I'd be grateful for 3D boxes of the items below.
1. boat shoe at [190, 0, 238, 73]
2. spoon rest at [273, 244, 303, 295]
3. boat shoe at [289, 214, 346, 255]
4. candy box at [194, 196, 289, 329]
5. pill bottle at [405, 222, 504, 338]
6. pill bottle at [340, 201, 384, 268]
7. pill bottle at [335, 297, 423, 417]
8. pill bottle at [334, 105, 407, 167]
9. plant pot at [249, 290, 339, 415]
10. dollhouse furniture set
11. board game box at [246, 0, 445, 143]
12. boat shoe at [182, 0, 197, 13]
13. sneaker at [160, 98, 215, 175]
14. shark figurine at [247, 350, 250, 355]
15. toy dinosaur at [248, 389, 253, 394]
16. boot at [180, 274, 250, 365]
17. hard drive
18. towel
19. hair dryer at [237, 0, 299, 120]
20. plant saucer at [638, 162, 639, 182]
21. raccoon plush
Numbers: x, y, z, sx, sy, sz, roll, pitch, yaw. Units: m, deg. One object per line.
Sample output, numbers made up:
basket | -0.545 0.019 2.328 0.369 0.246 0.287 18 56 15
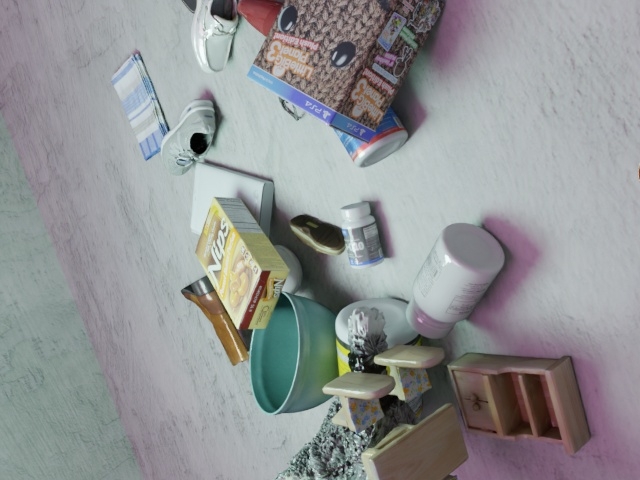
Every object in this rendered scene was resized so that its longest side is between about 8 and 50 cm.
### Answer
boat shoe | -0.243 -0.524 1.794 0.096 0.098 0.277 31 130 39
spoon rest | -0.122 0.121 1.995 0.137 0.084 0.276 53 142 21
boat shoe | 0.000 0.000 1.809 0.190 0.068 0.072 35 146 49
candy box | -0.202 0.051 1.874 0.316 0.087 0.183 52 128 43
pill bottle | 0.254 0.086 1.476 0.131 0.131 0.229 47 139 24
pill bottle | 0.090 -0.012 1.670 0.078 0.078 0.137 1 109 51
pill bottle | 0.135 0.314 1.694 0.188 0.188 0.334 20 123 44
pill bottle | 0.070 -0.269 1.522 0.221 0.124 0.124 59 142 11
plant pot | -0.028 0.276 1.825 0.293 0.196 0.293 -29 57 59
dollhouse furniture set | 0.267 0.365 1.388 0.256 0.394 0.362 -6 103 52
board game box | 0.042 -0.366 1.383 0.232 0.141 0.291 35 102 33
boat shoe | -0.374 -0.675 1.879 0.285 0.092 0.103 60 143 9
sneaker | -0.362 -0.256 2.052 0.281 0.105 0.115 -53 47 49
shark figurine | -0.174 0.268 2.116 0.166 0.116 0.278 0 110 49
toy dinosaur | -0.173 0.465 2.295 0.090 0.047 0.082 8 109 12
boot | -0.304 0.243 2.269 0.280 0.096 0.264 62 151 -1
hard drive | -0.245 -0.086 2.038 0.307 0.040 0.203 20 108 45
towel | -0.547 -0.399 2.286 0.209 0.034 0.285 -18 95 54
hair dryer | -0.104 -0.427 1.689 0.293 0.080 0.223 61 143 8
plant saucer | 0.525 -0.101 1.144 0.083 0.013 0.083 26 126 41
raccoon plush | 0.040 0.362 1.588 0.299 0.216 0.446 -5 82 40
